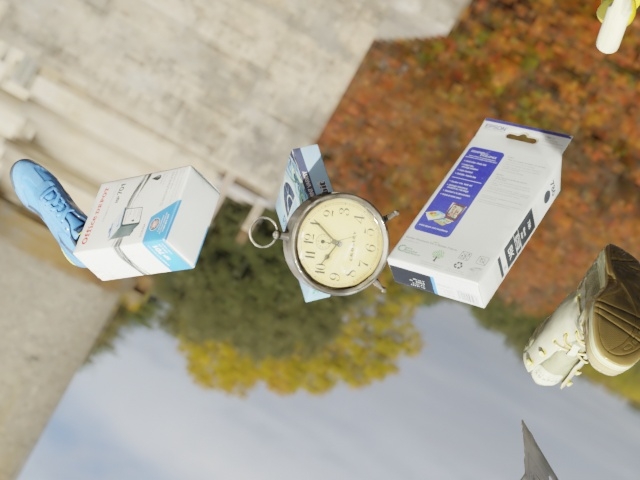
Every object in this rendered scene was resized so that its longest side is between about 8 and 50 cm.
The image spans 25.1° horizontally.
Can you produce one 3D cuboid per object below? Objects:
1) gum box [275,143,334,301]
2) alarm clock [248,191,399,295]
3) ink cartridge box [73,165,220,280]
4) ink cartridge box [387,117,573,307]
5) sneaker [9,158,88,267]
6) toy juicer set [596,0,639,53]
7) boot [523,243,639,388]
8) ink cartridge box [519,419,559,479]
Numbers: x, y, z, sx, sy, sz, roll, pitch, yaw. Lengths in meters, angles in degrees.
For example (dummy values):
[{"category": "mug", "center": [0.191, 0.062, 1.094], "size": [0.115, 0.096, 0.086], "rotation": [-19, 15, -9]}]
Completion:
[{"category": "gum box", "center": [-0.012, -0.021, 1.978], "size": [0.184, 0.041, 0.157], "rotation": [109, 146, -65]}, {"category": "alarm clock", "center": [0.000, 0.000, 1.814], "size": [0.192, 0.129, 0.064], "rotation": [9, -179, -21]}, {"category": "ink cartridge box", "center": [-0.261, -0.024, 2.161], "size": [0.191, 0.139, 0.082], "rotation": [-8, 142, 35]}, {"category": "ink cartridge box", "center": [0.257, -0.049, 2.238], "size": [0.165, 0.332, 0.065], "rotation": [16, 145, 33]}, {"category": "sneaker", "center": [-0.411, -0.046, 2.287], "size": [0.209, 0.069, 0.082], "rotation": [56, 153, -17]}, {"category": "toy juicer set", "center": [0.376, -0.353, 1.818], "size": [0.090, 0.209, 0.329], "rotation": [22, -140, 10]}, {"category": "boot", "center": [0.299, 0.118, 1.640], "size": [0.077, 0.165, 0.213], "rotation": [32, -147, -8]}, {"category": "ink cartridge box", "center": [0.153, 0.234, 0.988], "size": [0.145, 0.045, 0.179], "rotation": [57, -160, -25]}]
